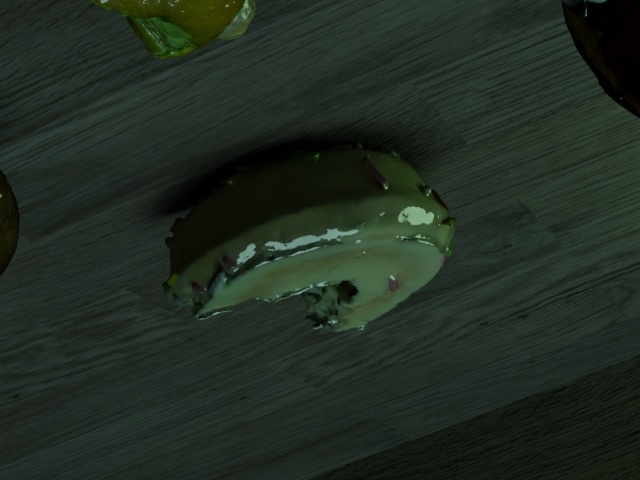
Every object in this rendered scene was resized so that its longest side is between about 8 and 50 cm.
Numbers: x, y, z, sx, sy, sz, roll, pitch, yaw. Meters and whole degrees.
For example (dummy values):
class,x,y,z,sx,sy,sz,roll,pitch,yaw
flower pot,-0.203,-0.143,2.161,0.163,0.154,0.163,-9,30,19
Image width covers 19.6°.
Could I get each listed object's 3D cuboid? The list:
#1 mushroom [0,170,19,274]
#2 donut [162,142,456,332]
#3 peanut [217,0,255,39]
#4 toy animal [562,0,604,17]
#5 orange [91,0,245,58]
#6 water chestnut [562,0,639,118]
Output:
class,x,y,z,sx,sy,sz,roll,pitch,yaw
mushroom,-0.472,-0.008,1.877,0.345,0.239,0.345,-2,175,0
donut,0.000,-0.004,2.286,0.307,0.150,0.371,-32,155,33
peanut,-0.110,-0.238,1.724,0.080,0.080,0.174,-24,158,18
toy animal,0.272,-0.315,1.577,0.289,0.249,0.174,-27,115,-7
orange,-0.137,-0.254,1.521,0.158,0.179,0.237,-24,153,16
water chestnut,0.377,-0.255,1.779,0.300,0.300,0.300,-14,159,-6
